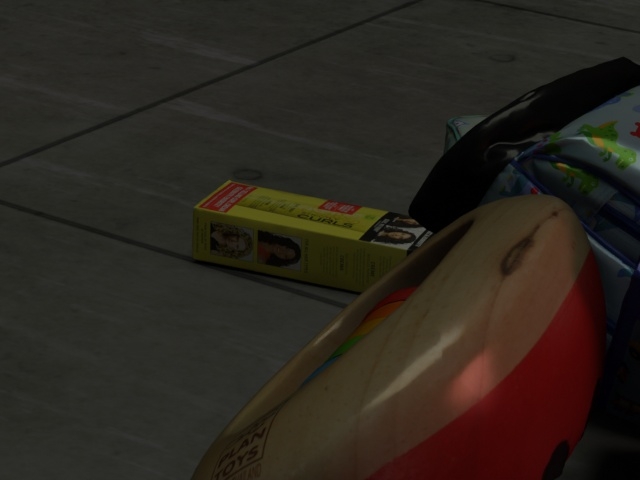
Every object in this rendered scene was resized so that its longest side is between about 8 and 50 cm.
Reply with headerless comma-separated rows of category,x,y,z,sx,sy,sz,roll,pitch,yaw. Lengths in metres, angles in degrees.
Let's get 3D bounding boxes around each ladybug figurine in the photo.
ladybug figurine,0.067,0.123,1.366,0.305,0.162,0.449,-37,3,36

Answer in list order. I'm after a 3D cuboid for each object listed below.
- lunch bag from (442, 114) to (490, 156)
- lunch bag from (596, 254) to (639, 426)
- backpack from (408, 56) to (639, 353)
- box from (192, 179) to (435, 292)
lunch bag,0.234,-0.030,1.911,0.224,0.108,0.279,4,24,-7
lunch bag,0.318,0.093,1.428,0.221,0.293,0.138,19,55,9
backpack,0.305,0.008,1.625,0.290,0.273,0.355,-22,70,-46
box,0.000,0.000,1.882,0.232,0.058,0.087,11,25,21
